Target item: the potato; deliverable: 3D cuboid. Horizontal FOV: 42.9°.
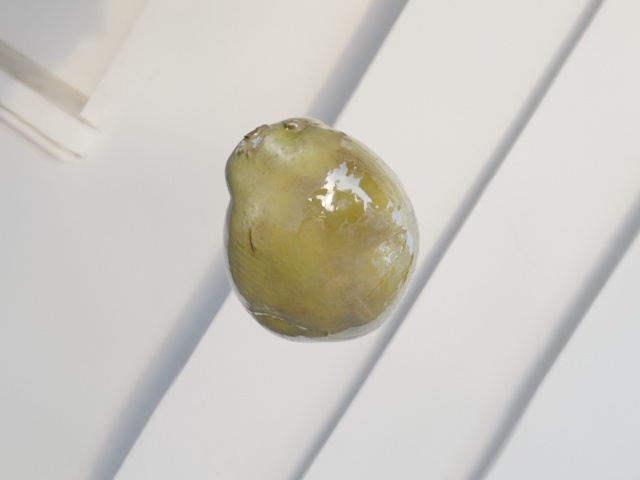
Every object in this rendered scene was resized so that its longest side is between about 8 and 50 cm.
[{"bbox_3d":[0.000,0.000,1.025,0.243,0.221,0.326,25,-40,18],"label":"potato"}]
